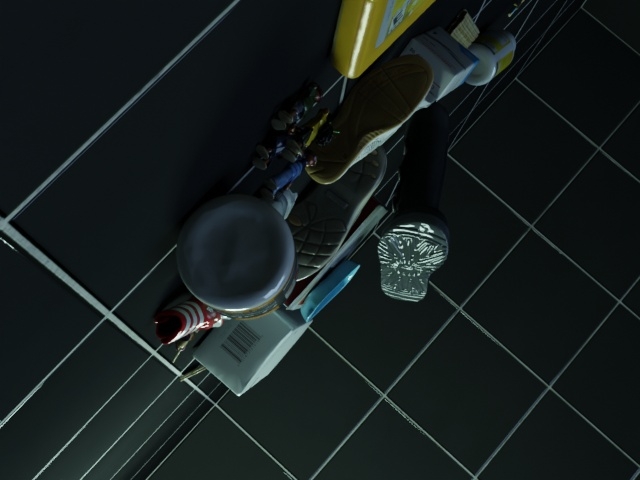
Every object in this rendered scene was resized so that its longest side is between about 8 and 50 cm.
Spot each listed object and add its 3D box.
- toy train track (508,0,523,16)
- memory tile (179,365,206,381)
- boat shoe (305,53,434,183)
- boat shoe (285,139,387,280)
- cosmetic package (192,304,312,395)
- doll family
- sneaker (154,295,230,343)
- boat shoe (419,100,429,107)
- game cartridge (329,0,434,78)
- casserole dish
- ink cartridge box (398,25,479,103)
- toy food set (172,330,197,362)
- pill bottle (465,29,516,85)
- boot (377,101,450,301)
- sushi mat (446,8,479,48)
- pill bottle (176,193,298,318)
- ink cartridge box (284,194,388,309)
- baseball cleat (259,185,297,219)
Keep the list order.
[{"bbox_3d":[0.503,-0.604,2.262,0.048,0.014,0.083,-53,-178,-25],"label":"toy train track"},{"bbox_3d":[-0.300,0.328,2.281,0.113,0.012,0.148,-27,176,6],"label":"memory tile"},{"bbox_3d":[0.084,-0.209,1.481,0.277,0.098,0.096,-41,178,26],"label":"boat shoe"},{"bbox_3d":[0.023,-0.057,1.791,0.355,0.132,0.130,-49,173,19],"label":"boat shoe"},{"bbox_3d":[-0.159,0.242,2.223,0.217,0.156,0.385,-50,173,5],"label":"cosmetic package"},{"bbox_3d":[-0.031,-0.139,1.237,0.111,0.076,0.193,-48,180,-42],"label":"doll family"},{"bbox_3d":[-0.235,0.127,1.533,0.128,0.087,0.221,-19,173,-18],"label":"sneaker"},{"bbox_3d":[0.172,-0.283,1.644,0.088,0.096,0.267,-50,178,34],"label":"boat shoe"},{"bbox_3d":[0.135,-0.367,1.062,0.285,0.053,0.323,-47,174,-16],"label":"game cartridge"},{"bbox_3d":[0.018,0.108,1.974,0.188,0.037,0.114,-41,170,-35],"label":"casserole dish"},{"bbox_3d":[0.205,-0.316,1.577,0.060,0.104,0.180,-52,173,34],"label":"ink cartridge box"},{"bbox_3d":[-0.272,0.195,1.826,0.122,0.019,0.078,-53,179,-45],"label":"toy food set"},{"bbox_3d":[0.404,-0.448,2.120,0.184,0.103,0.103,-41,170,-48],"label":"pill bottle"},{"bbox_3d":[0.239,-0.133,2.014,0.367,0.146,0.445,103,3,-63],"label":"boot"},{"bbox_3d":[0.275,-0.408,1.875,0.151,0.019,0.316,-49,173,14],"label":"sushi mat"},{"bbox_3d":[-0.113,0.034,1.295,0.162,0.162,0.278,-48,173,-6],"label":"pill bottle"},{"bbox_3d":[0.000,0.000,1.965,0.309,0.130,0.272,-49,174,3],"label":"ink cartridge box"},{"bbox_3d":[-0.086,-0.030,1.502,0.109,0.072,0.206,-52,180,-30],"label":"baseball cleat"}]
